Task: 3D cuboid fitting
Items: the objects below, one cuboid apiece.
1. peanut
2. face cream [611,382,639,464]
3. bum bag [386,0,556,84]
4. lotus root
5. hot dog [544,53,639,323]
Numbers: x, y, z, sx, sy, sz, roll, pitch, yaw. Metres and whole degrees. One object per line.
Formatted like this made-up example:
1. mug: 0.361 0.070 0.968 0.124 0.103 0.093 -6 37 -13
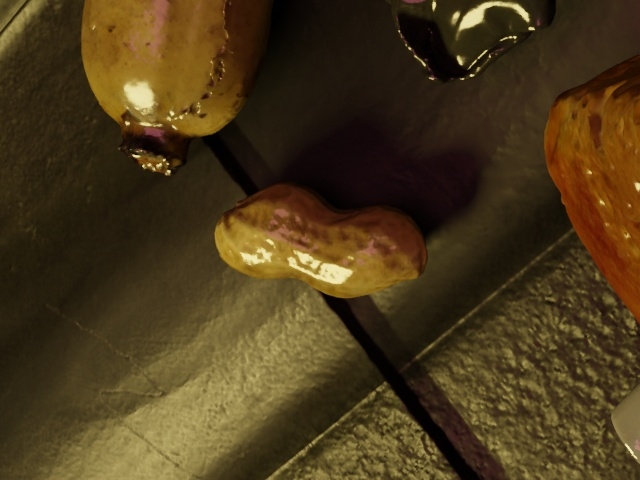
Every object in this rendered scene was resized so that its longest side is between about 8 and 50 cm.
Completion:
1. peanut: 0.000 -0.002 1.055 0.192 0.089 0.089 10 102 20
2. face cream: 0.309 0.095 0.930 0.198 0.057 0.084 -43 70 23
3. bum bag: 0.053 -0.239 0.967 0.326 0.079 0.142 49 132 31
4. lotus root: -0.117 -0.196 1.053 0.160 0.146 0.284 15 97 44
5. hot dog: 0.277 -0.022 0.749 0.185 0.405 0.223 -23 94 -1
